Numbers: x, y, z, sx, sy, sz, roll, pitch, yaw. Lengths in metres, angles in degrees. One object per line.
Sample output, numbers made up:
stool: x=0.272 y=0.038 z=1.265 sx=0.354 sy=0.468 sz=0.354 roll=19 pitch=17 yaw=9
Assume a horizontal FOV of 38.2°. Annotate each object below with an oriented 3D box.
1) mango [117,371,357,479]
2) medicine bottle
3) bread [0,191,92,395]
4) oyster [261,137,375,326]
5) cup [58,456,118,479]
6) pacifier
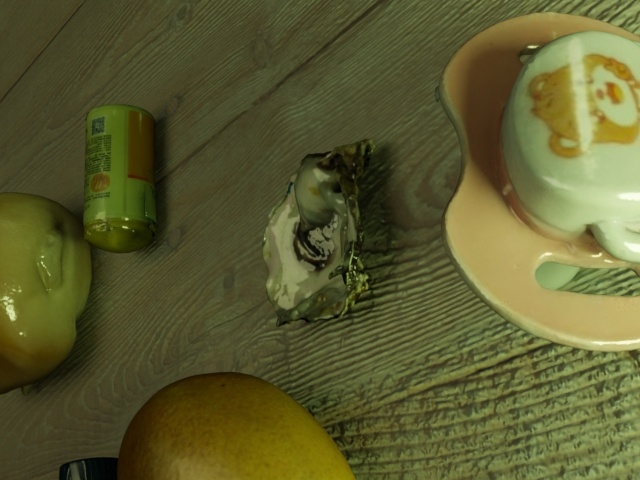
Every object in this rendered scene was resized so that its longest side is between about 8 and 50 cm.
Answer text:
mango: x=-0.084 y=0.310 z=1.079 sx=0.378 sy=0.221 sz=0.264 roll=39 pitch=107 yaw=35
medicine bottle: x=-0.329 y=-0.097 z=1.523 sx=0.124 sy=0.124 sz=0.239 roll=-20 pitch=69 yaw=46
bread: x=-0.592 y=0.092 z=1.691 sx=0.376 sy=0.253 sz=0.348 roll=-21 pitch=63 yaw=44
oyster: x=0.000 y=0.000 z=1.143 sx=0.223 sy=0.083 sz=0.214 roll=-28 pitch=58 yaw=49
cup: x=-0.335 y=0.415 z=1.448 sx=0.113 sy=0.150 sz=0.138 roll=105 pitch=159 yaw=-67
pacifier: x=0.215 y=-0.051 z=0.793 sx=0.273 sy=0.220 sz=0.332 roll=-29 pitch=48 yaw=43
